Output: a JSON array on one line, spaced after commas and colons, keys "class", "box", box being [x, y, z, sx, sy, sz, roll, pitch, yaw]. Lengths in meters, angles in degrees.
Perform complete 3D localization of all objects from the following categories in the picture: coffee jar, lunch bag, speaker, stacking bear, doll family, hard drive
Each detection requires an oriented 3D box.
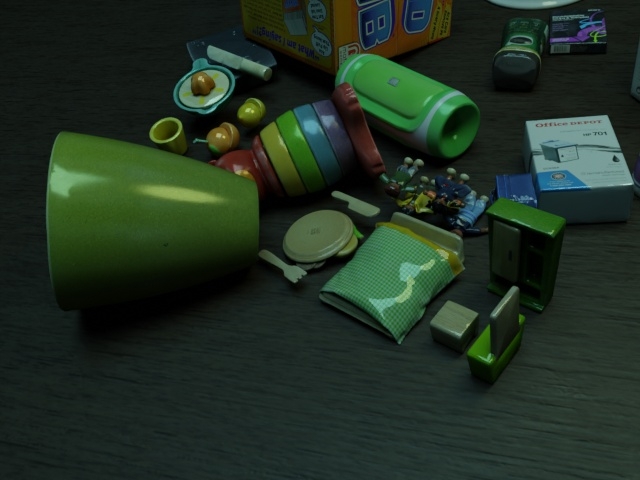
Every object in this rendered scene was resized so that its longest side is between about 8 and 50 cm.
[{"class": "coffee jar", "box": [0.413, -0.387, 1.392, 0.096, 0.079, 0.184, 10, 46, 19]}, {"class": "lunch bag", "box": [0.306, -0.063, 1.076, 0.065, 0.067, 0.098, -3, 42, 10]}, {"class": "speaker", "box": [0.158, -0.262, 1.286, 0.131, 0.131, 0.296, -33, 46, -21]}, {"class": "stacking bear", "box": [-0.055, -0.145, 1.193, 0.289, 0.175, 0.164, -24, 20, 1]}, {"class": "doll family", "box": [0.187, -0.062, 1.102, 0.193, 0.076, 0.111, 17, 45, 25]}, {"class": "hard drive", "box": [-0.213, -0.430, 1.608, 0.172, 0.054, 0.254, -22, 43, -11]}]

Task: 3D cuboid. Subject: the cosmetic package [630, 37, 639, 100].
[{"class": "cosmetic package", "box": [0.681, -0.408, 1.123, 0.217, 0.385, 0.156, -19, 42, -6]}]

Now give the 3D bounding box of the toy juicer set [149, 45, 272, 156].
[{"class": "toy juicer set", "box": [-0.208, -0.312, 1.409, 0.209, 0.089, 0.329, 8, 58, 18]}]

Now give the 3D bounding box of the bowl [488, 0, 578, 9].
[{"class": "bowl", "box": [0.541, -0.697, 1.660, 0.298, 0.134, 0.298, -7, 42, 6]}]

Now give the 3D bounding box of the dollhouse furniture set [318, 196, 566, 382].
[{"class": "dollhouse furniture set", "box": [0.154, 0.032, 0.947, 0.301, 0.151, 0.197, 24, 54, 34]}]

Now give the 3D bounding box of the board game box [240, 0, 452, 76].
[{"class": "board game box", "box": [0.052, -0.628, 1.499, 0.356, 0.356, 0.356, -27, 43, -30]}]

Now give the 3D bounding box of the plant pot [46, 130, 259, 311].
[{"class": "plant pot", "box": [-0.248, -0.030, 1.057, 0.293, 0.274, 0.275, -1, 41, -10]}]

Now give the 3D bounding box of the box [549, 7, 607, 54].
[{"class": "box", "box": [0.562, -0.460, 1.473, 0.116, 0.029, 0.162, 2, 43, 16]}]

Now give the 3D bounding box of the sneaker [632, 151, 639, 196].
[{"class": "sneaker", "box": [0.626, -0.180, 1.059, 0.282, 0.161, 0.102, -26, 42, -17]}]

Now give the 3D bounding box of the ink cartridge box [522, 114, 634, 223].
[{"class": "ink cartridge box", "box": [0.414, -0.117, 1.099, 0.140, 0.082, 0.190, -3, 44, 10]}]

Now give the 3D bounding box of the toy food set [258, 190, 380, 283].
[{"class": "toy food set", "box": [0.000, 0.000, 1.112, 0.192, 0.038, 0.132, -39, 41, -19]}]
